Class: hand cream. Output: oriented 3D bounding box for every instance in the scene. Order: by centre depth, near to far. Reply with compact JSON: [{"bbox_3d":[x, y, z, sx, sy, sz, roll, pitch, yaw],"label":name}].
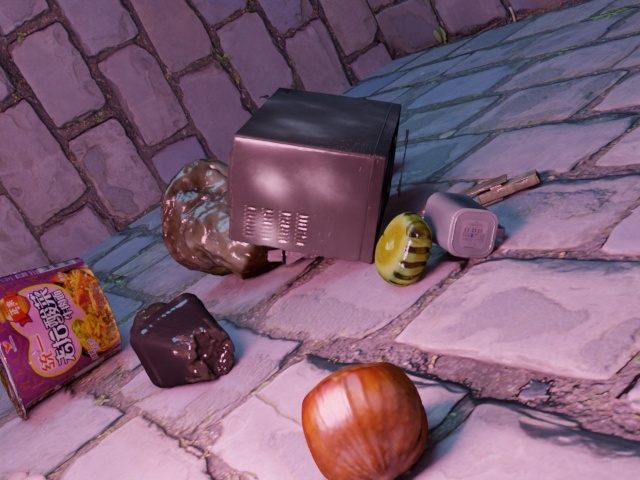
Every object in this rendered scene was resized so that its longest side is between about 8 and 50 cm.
[{"bbox_3d":[0.001,0.004,1.857,0.257,0.050,0.084,-20,16,-15],"label":"hand cream"}]

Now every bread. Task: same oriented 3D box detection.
[{"bbox_3d":[0.152,0.016,1.455,0.130,0.071,0.139,-115,43,-63],"label":"bread"}]

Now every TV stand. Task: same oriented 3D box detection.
[{"bbox_3d":[0.317,-0.087,1.628,0.249,0.042,0.036,-22,13,21],"label":"TV stand"}]

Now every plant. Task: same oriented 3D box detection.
[{"bbox_3d":[-0.268,0.196,1.557,0.164,0.142,0.256,-37,29,-26],"label":"plant"}]

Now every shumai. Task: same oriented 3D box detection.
[{"bbox_3d":[-0.197,-0.043,1.936,0.309,0.304,0.263,-30,27,-32],"label":"shumai"}]

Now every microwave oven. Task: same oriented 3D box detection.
[{"bbox_3d":[-0.007,-0.163,1.794,0.374,0.236,0.432,10,24,7],"label":"microwave oven"}]

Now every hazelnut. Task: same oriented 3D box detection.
[{"bbox_3d":[0.056,0.224,0.977,0.150,0.150,0.150,-26,16,8],"label":"hazelnut"}]

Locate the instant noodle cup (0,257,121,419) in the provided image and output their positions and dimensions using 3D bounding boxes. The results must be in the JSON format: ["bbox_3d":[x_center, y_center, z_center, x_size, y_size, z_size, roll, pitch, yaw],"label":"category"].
[{"bbox_3d":[-0.632,0.204,1.873,0.266,0.339,0.340,-23,12,-27],"label":"instant noodle cup"}]

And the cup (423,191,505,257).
[{"bbox_3d":[0.262,-0.025,1.444,0.128,0.095,0.129,6,14,-14],"label":"cup"}]

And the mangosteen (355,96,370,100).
[{"bbox_3d":[0.093,-0.276,2.192,0.215,0.257,0.215,-6,40,5],"label":"mangosteen"}]

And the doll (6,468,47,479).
[{"bbox_3d":[-0.531,0.444,1.369,0.160,0.059,0.161,-14,22,37],"label":"doll"}]
